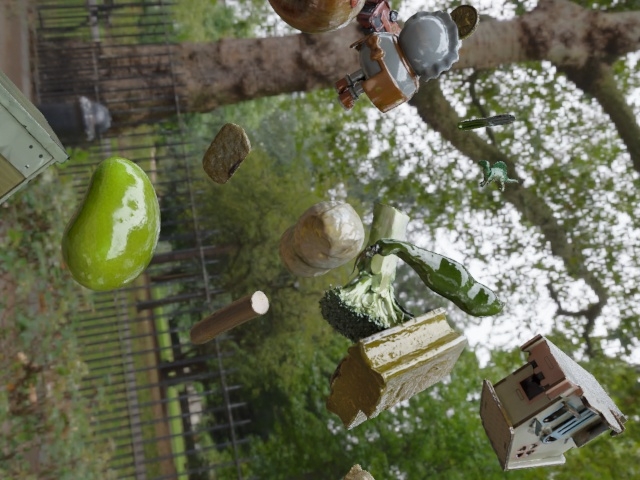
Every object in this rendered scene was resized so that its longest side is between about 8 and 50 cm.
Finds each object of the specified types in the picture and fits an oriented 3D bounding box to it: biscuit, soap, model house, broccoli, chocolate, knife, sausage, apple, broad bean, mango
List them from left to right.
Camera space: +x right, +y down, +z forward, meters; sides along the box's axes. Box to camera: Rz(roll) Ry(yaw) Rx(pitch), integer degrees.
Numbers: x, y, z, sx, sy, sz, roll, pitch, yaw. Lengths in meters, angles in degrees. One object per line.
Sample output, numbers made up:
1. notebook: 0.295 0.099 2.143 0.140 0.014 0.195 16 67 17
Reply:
1. mango: -0.414 -0.026 1.410 0.149 0.185 0.272 1 -116 47
2. biscuit: -0.179 -0.162 1.303 0.071 0.018 0.147 47 -47 4
3. sausage: -0.235 0.198 1.733 0.301 0.066 0.065 -27 -113 41
4. apple: -0.005 -0.514 1.350 0.211 0.188 0.211 26 -47 31
5. chocolate: 0.000 0.000 1.362 0.309 0.134 0.134 144 -63 -72
6. broccoli: 0.116 0.080 1.732 0.221 0.252 0.361 132 -46 -79
7. soap: 0.170 0.301 1.602 0.143 0.281 0.259 50 -41 26
8. broad bean: 0.206 0.069 1.260 0.056 0.318 0.098 -123 -127 -70
9. knife: 0.329 -0.234 1.368 0.184 0.026 0.022 8 -78 64
10. model house: 0.436 0.352 1.370 0.326 0.244 0.169 34 27 -44

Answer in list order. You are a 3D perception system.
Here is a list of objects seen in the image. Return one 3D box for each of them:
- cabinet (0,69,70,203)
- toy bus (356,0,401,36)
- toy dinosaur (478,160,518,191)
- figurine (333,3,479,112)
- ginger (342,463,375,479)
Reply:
1. cabinet: -0.696 -0.190 1.252 0.227 0.318 0.290 44 -8 44
2. toy bus: 0.178 -0.545 1.860 0.074 0.096 0.235 24 -19 44
3. toy dinosaur: 0.372 -0.135 1.436 0.029 0.120 0.060 -120 -137 -54
4. figurine: 0.141 -0.314 1.177 0.271 0.143 0.143 -36 -123 37
5. ginger: 0.087 0.620 1.357 0.126 0.190 0.353 64 15 -56
